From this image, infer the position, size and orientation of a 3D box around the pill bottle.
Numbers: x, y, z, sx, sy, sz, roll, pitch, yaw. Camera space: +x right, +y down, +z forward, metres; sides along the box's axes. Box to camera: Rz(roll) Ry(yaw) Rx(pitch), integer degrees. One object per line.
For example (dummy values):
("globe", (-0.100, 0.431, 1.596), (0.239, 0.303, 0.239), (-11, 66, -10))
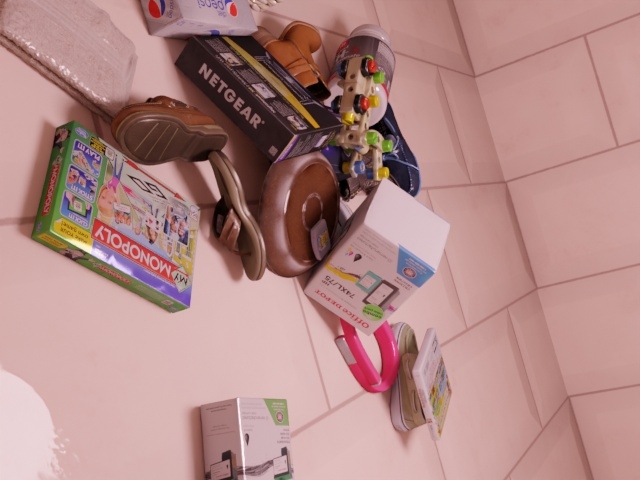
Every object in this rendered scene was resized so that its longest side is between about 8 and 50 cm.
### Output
("pill bottle", (0.120, -0.479, 2.244), (0.176, 0.176, 0.318), (52, 35, -33))

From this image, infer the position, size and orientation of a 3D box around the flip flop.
("flip flop", (-0.181, -0.043, 1.574), (0.080, 0.112, 0.277), (-26, 114, -21))

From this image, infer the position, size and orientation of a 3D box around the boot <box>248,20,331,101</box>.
("boot", (-0.038, -0.434, 1.921), (0.220, 0.109, 0.283), (47, 28, 18))

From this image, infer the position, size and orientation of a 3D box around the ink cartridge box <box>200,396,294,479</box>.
("ink cartridge box", (-0.127, 0.401, 1.423), (0.160, 0.093, 0.219), (18, 59, -55))

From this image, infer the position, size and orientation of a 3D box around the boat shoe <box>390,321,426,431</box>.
("boat shoe", (0.243, 0.356, 2.093), (0.109, 0.094, 0.302), (36, 45, -47))

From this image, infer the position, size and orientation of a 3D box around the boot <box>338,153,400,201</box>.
("boot", (0.113, -0.155, 2.172), (0.229, 0.091, 0.263), (-41, 106, -53))

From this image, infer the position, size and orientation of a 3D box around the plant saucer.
("plant saucer", (-0.034, -0.066, 1.770), (0.310, 0.050, 0.310), (-26, 121, -55))

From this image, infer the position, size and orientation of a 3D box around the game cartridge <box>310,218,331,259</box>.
("game cartridge", (0.000, 0.000, 1.782), (0.056, 0.017, 0.083), (-46, 135, -41))

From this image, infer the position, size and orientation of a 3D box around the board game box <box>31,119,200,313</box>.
("board game box", (-0.333, -0.032, 1.348), (0.317, 0.046, 0.213), (38, 43, -46))

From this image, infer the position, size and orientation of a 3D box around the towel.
("towel", (-0.426, -0.342, 1.350), (0.282, 0.049, 0.187), (38, 43, -46))

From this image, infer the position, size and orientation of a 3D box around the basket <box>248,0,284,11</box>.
("basket", (-0.137, -0.788, 1.871), (0.328, 0.266, 0.331), (28, 52, -52))

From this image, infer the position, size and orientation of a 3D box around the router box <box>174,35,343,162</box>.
("router box", (-0.125, -0.311, 1.688), (0.309, 0.081, 0.243), (45, 27, 10))

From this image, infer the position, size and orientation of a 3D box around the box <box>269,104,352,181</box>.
("box", (-0.027, -0.239, 1.940), (0.261, 0.103, 0.184), (-3, 80, -60))

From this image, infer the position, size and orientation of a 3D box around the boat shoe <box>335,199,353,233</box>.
("boat shoe", (0.089, -0.005, 2.030), (0.076, 0.083, 0.226), (-33, 104, -59))

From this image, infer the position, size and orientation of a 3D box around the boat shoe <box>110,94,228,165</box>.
("boat shoe", (-0.296, -0.209, 1.460), (0.104, 0.111, 0.307), (48, 15, 15))

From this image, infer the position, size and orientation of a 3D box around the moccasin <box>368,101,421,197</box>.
("moccasin", (0.182, -0.272, 2.323), (0.117, 0.138, 0.342), (5, 57, -55))

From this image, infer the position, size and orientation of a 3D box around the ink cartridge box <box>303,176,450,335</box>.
("ink cartridge box", (0.130, 0.041, 1.827), (0.198, 0.270, 0.197), (34, 39, -6))

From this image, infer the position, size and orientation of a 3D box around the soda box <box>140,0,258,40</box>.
("soda box", (-0.255, -0.486, 1.682), (0.286, 0.091, 0.098), (-19, 90, -62))

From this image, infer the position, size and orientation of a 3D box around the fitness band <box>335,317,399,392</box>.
("fitness band", (0.119, 0.245, 1.981), (0.291, 0.054, 0.209), (62, 30, -21))

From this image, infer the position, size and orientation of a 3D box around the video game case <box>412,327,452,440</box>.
("video game case", (0.293, 0.369, 2.050), (0.227, 0.026, 0.206), (-53, 129, -62))

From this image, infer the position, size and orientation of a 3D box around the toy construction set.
("toy construction set", (0.102, -0.325, 1.938), (0.215, 0.151, 0.327), (42, 39, -56))
